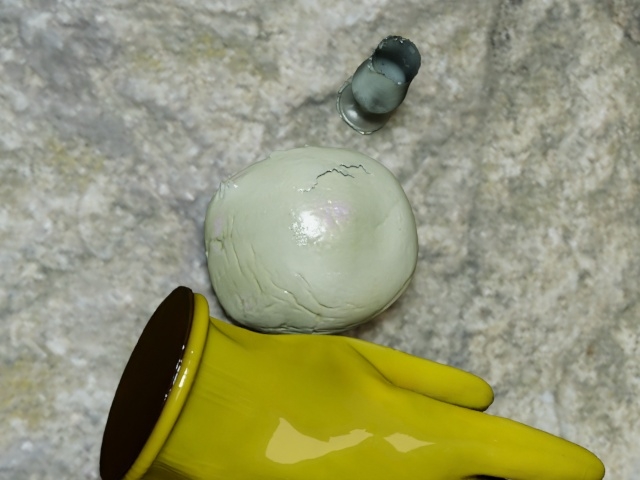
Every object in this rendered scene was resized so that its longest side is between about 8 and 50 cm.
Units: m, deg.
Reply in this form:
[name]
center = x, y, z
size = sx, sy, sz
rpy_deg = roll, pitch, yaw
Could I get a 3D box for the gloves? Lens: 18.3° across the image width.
[gloves]
center = 0.030, 0.137, 1.152
size = 0.294, 0.116, 0.133
rpy_deg = 23, 105, -16

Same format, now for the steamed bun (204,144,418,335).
[steamed bun]
center = 0.000, 0.000, 1.190
size = 0.130, 0.091, 0.112
rpy_deg = -5, 74, -21

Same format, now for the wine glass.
[wine glass]
center = 0.037, -0.101, 1.246
size = 0.039, 0.083, 0.042
rpy_deg = 23, 67, -4
